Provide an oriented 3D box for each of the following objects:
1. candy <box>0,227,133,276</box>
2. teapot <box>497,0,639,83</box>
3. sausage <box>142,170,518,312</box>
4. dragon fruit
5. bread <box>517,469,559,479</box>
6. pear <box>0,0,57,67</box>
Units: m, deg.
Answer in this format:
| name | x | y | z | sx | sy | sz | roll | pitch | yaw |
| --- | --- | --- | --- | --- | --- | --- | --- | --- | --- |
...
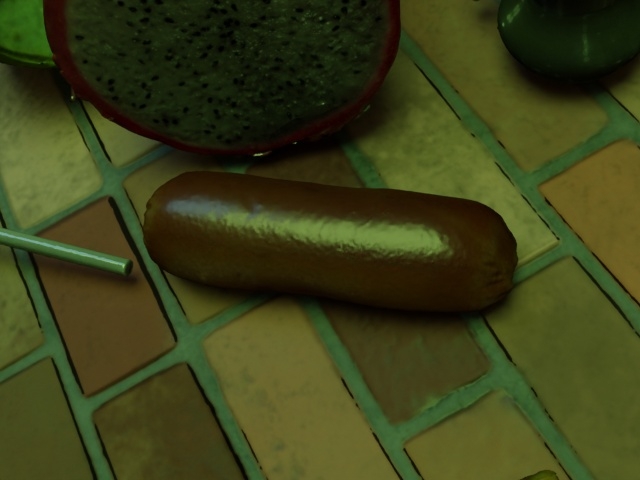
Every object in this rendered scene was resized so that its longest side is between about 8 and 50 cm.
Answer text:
| name | x | y | z | sx | sy | sz | roll | pitch | yaw |
| --- | --- | --- | --- | --- | --- | --- | --- | --- | --- |
| candy | -0.331 | -0.020 | 0.775 | 0.365 | 0.124 | 0.124 | 13 | 65 | 12 |
| teapot | 0.196 | -0.206 | 0.733 | 0.165 | 0.119 | 0.130 | 26 | 69 | 26 |
| sausage | 0.000 | 0.000 | 0.686 | 0.300 | 0.083 | 0.089 | 5 | 50 | 15 |
| dragon fruit | -0.080 | -0.241 | 0.725 | 0.305 | 0.305 | 0.226 | -12 | 51 | 7 |
| bread | 0.110 | 0.201 | 0.561 | 0.132 | 0.053 | 0.074 | -28 | 54 | -3 |
| pear | -0.259 | -0.280 | 0.889 | 0.239 | 0.139 | 0.288 | 29 | 75 | 42 |
